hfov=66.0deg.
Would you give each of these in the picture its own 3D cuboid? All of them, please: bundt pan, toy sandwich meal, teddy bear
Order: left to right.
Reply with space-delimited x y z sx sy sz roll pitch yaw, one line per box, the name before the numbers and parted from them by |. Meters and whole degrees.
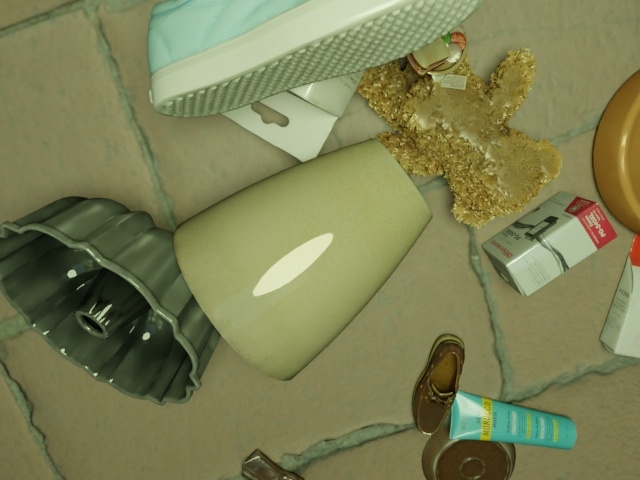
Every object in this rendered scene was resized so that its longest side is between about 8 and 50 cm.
bundt pan | -0.277 0.076 0.686 0.330 0.124 0.331 15 133 17
toy sandwich meal | 0.148 -0.251 0.628 0.085 0.029 0.086 0 91 2
teddy bear | 0.177 -0.183 0.699 0.337 0.113 0.245 32 94 0

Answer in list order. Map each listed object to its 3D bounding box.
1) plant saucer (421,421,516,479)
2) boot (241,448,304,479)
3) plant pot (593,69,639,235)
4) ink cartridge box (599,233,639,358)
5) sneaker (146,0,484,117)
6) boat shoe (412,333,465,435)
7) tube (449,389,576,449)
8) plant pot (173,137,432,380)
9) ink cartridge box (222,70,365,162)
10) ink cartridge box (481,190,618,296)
plant saucer | 0.264 0.393 0.866 0.168 0.029 0.169 0 103 0
boot | -0.101 0.435 0.869 0.114 0.037 0.107 34 88 -11
plant pot | 0.556 -0.121 0.645 0.290 0.203 0.291 0 99 -1
ink cartridge box | 0.574 0.081 0.780 0.188 0.066 0.233 10 108 -2
sneaker | -0.032 -0.238 0.485 0.365 0.135 0.150 -10 92 20
boat shoe | 0.191 0.244 0.809 0.064 0.060 0.178 15 103 8
tube | 0.320 0.310 0.836 0.206 0.052 0.080 10 65 -1
plant pot | 0.000 0.000 0.651 0.274 0.256 0.257 -36 101 8
ink cartridge box | -0.027 -0.298 0.617 0.207 0.119 0.354 32 103 18
ink cartridge box | 0.330 0.002 0.729 0.150 0.109 0.063 -36 102 8
